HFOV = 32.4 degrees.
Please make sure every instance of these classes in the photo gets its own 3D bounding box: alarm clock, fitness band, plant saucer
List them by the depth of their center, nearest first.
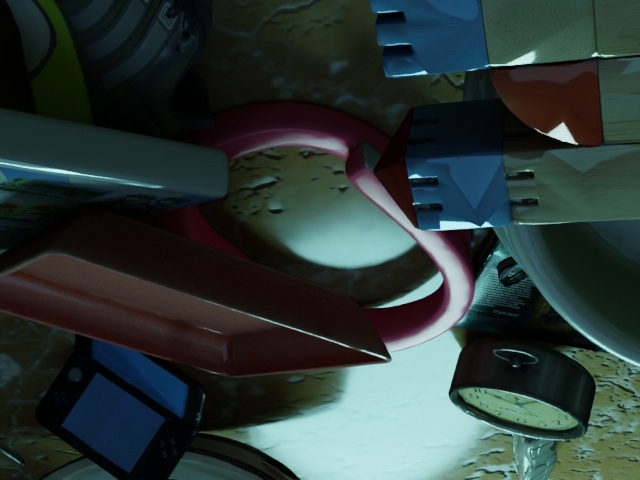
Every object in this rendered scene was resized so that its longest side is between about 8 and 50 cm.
[{"bbox_3d":[-0.115,0.045,0.825,0.258,0.048,0.259,21,160,-27],"label":"plant saucer"},{"bbox_3d":[0.000,0.000,0.894,0.209,0.054,0.291,-23,134,30],"label":"fitness band"},{"bbox_3d":[0.184,0.127,1.001,0.129,0.064,0.192,12,160,18],"label":"alarm clock"}]

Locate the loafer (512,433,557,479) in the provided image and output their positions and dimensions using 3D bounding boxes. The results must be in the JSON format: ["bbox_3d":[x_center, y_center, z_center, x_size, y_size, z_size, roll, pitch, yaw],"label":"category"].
[{"bbox_3d":[0.224,0.222,1.170,0.045,0.039,0.125,-31,144,-13],"label":"loafer"}]

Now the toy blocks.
[{"bbox_3d":[0.131,-0.146,0.481,0.260,0.191,0.381,-3,132,15],"label":"toy blocks"}]

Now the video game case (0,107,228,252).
[{"bbox_3d":[-0.277,-0.039,0.695,0.329,0.036,0.300,8,167,-44],"label":"video game case"}]

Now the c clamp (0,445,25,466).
[{"bbox_3d":[-0.424,0.226,1.191,0.160,0.022,0.137,-9,139,12],"label":"c clamp"}]

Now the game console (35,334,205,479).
[{"bbox_3d":[-0.186,0.148,1.000,0.144,0.124,0.085,32,176,11],"label":"game console"}]

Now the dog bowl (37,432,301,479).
[{"bbox_3d":[-0.146,0.381,1.140,0.408,0.150,0.408,1,100,5],"label":"dog bowl"}]

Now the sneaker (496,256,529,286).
[{"bbox_3d":[0.226,-0.038,0.801,0.153,0.101,0.269,15,132,-6],"label":"sneaker"}]

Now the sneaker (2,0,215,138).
[{"bbox_3d":[-0.128,-0.166,0.666,0.121,0.111,0.300,-4,148,-4],"label":"sneaker"}]

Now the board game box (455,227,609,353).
[{"bbox_3d":[0.217,0.045,0.959,0.186,0.026,0.126,11,139,-11],"label":"board game box"}]

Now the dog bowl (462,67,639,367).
[{"bbox_3d":[0.260,-0.065,0.661,0.348,0.102,0.349,2,116,5],"label":"dog bowl"}]
